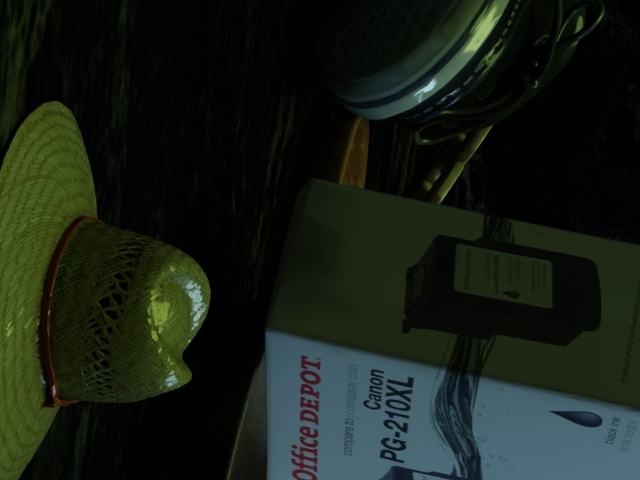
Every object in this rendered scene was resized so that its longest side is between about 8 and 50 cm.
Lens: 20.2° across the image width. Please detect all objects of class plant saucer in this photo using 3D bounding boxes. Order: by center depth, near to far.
[{"bbox_3d":[-0.061,0.174,0.987,0.310,0.050,0.310,11,90,-83],"label":"plant saucer"},{"bbox_3d":[0.000,0.000,1.323,0.200,0.037,0.200,10,90,-83],"label":"plant saucer"}]

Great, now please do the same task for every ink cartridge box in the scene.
[{"bbox_3d":[0.093,0.074,0.929,0.172,0.237,0.100,91,13,-55],"label":"ink cartridge box"}]

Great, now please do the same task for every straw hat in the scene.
[{"bbox_3d":[-0.070,0.026,0.603,0.144,0.061,0.144,9,90,-84],"label":"straw hat"}]

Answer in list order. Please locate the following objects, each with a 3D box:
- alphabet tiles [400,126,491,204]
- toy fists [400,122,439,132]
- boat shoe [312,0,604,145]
[{"bbox_3d":[0.096,-0.055,1.584,0.284,0.021,0.278,-56,-178,-20],"label":"alphabet tiles"},{"bbox_3d":[0.102,-0.237,1.630,0.142,0.096,0.279,154,-55,-83],"label":"toy fists"},{"bbox_3d":[0.113,-0.164,1.314,0.187,0.156,0.500,-39,-172,15],"label":"boat shoe"}]
